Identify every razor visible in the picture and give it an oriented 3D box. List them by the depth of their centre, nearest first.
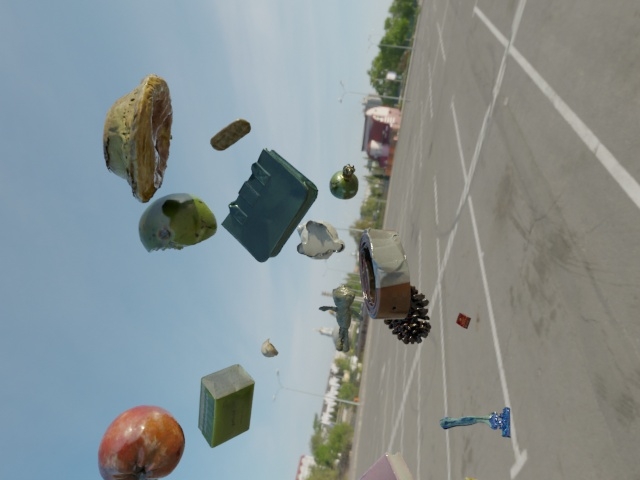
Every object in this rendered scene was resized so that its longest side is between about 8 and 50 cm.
[{"bbox_3d":[0.524,0.639,1.452,0.324,0.056,0.093,-39,28,54],"label":"razor"}]

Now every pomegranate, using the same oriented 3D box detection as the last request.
[{"bbox_3d":[0.089,-0.213,1.472,0.142,0.114,0.115,107,179,-48],"label":"pomegranate"},{"bbox_3d":[-0.584,-0.094,1.702,0.359,0.309,0.216,-83,-24,-69],"label":"pomegranate"}]

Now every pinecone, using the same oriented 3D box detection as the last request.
[{"bbox_3d":[0.422,0.362,1.961,0.292,0.245,0.247,-107,17,-50],"label":"pinecone"}]

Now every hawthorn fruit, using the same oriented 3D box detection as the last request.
[{"bbox_3d":[-0.635,0.726,1.459,0.284,0.283,0.285,10,-90,-83],"label":"hawthorn fruit"}]

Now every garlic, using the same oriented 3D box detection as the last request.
[{"bbox_3d":[-0.266,0.558,2.096,0.094,0.074,0.113,62,158,-1],"label":"garlic"}]

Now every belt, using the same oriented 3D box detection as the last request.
[{"bbox_3d":[0.170,0.086,1.121,0.184,0.104,0.262,104,166,-61],"label":"belt"}]

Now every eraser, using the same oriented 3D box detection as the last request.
[{"bbox_3d":[0.281,1.177,1.845,0.359,0.122,0.272,-54,41,22],"label":"eraser"}]

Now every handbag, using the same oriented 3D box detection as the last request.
[{"bbox_3d":[-0.173,-0.110,1.356,0.327,0.238,0.089,-54,-17,25],"label":"handbag"}]

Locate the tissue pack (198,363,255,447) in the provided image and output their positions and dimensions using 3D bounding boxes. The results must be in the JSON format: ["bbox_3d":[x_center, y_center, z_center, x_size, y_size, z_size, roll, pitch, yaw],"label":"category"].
[{"bbox_3d":[-0.417,0.726,1.815,0.200,0.167,0.275,-10,-62,-40],"label":"tissue pack"}]

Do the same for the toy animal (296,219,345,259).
[{"bbox_3d":[0.000,0.000,2.068,0.194,0.257,0.357,-57,-5,3],"label":"toy animal"}]

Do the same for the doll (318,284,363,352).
[{"bbox_3d":[0.110,0.346,1.818,0.091,0.202,0.286,-11,-102,-45],"label":"doll"}]

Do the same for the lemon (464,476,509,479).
[{"bbox_3d":[0.462,0.694,1.018,0.186,0.244,0.187,-24,-54,-38],"label":"lemon"}]

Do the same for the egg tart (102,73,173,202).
[{"bbox_3d":[-0.630,-0.349,1.424,0.443,0.177,0.444,-173,90,-76],"label":"egg tart"}]

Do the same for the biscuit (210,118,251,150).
[{"bbox_3d":[-0.286,-0.335,1.307,0.071,0.147,0.018,41,-160,-55],"label":"biscuit"}]

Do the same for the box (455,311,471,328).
[{"bbox_3d":[0.624,0.350,1.797,0.082,0.023,0.052,-135,65,-85],"label":"box"}]
